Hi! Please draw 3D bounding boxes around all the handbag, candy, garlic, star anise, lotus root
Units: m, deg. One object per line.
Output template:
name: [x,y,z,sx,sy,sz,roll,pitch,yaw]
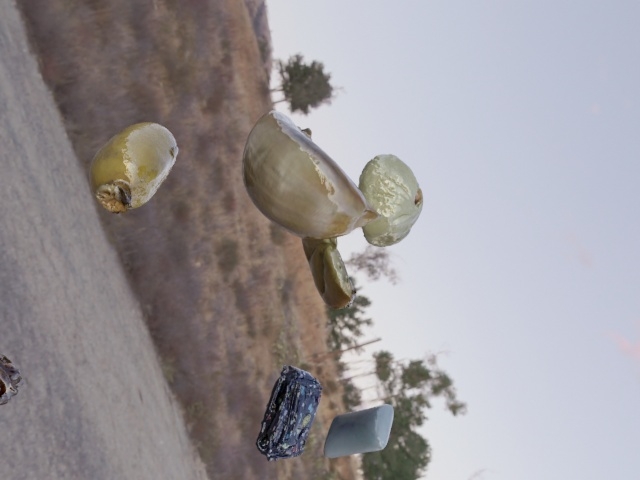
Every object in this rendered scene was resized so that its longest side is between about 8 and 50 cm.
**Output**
handbag: [-0.086,0.488,1.911,0.113,0.162,0.260,12,-100,37]
candy: [0.097,0.481,1.721,0.071,0.174,0.138,58,31,-22]
garlic: [-0.048,-0.124,1.156,0.151,0.196,0.338,-59,-141,19]
star anise: [-0.628,0.210,1.193,0.220,0.099,0.214,45,-17,-12]
lotus root: [-0.370,-0.151,1.351,0.146,0.131,0.303,-59,-172,30]

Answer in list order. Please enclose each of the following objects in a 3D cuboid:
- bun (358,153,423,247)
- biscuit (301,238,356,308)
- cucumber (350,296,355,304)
bun: [0.171,-0.093,1.585,0.220,0.134,0.220,3,90,-67]
biscuit: [-0.002,-0.001,1.404,0.154,0.045,0.299,-8,-81,69]
cucumber: [0.063,0.174,1.964,0.044,0.043,0.256,58,-11,5]
